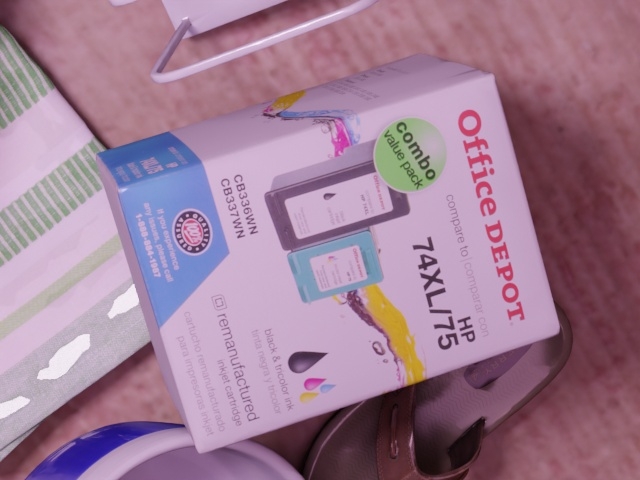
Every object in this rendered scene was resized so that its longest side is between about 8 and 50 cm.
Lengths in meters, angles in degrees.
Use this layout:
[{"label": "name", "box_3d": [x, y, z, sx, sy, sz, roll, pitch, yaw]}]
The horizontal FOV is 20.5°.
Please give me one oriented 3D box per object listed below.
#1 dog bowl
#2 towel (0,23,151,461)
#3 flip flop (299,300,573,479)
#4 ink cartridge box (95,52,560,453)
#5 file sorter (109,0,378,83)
[{"label": "dog bowl", "box_3d": [-0.118, 0.269, 1.327, 0.265, 0.104, 0.265, -1, 92, -36]}, {"label": "towel", "box_3d": [-0.272, -0.011, 1.343, 0.248, 0.038, 0.325, -38, 105, -1]}, {"label": "flip flop", "box_3d": [0.089, 0.150, 1.392, 0.277, 0.080, 0.112, -42, 101, 5]}, {"label": "ink cartridge box", "box_3d": [0.000, 0.000, 1.283, 0.270, 0.197, 0.198, -18, 102, -8]}, {"label": "file sorter", "box_3d": [-0.079, -0.271, 1.213, 0.193, 0.173, 0.278, -19, 112, 15]}]
